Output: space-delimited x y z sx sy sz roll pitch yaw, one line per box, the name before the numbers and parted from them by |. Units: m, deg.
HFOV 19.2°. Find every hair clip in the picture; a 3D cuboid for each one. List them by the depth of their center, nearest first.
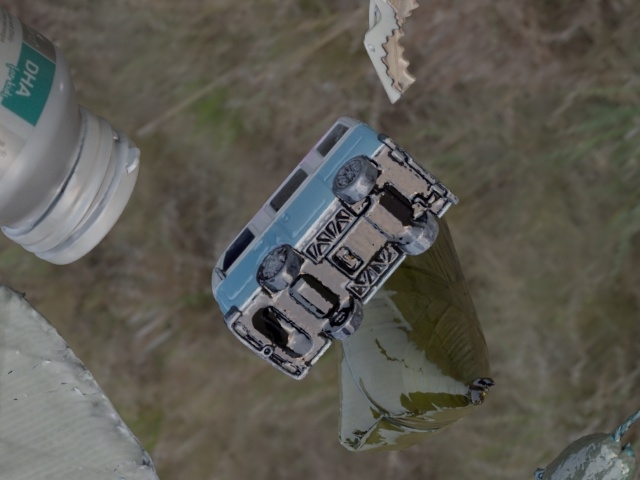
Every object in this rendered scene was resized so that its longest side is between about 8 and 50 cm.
hair clip | 0.054 -0.198 1.547 0.072 0.034 0.226 29 147 16

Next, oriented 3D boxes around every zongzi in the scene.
zongzi | 0.077 0.042 1.493 0.256 0.115 0.228 134 135 -72

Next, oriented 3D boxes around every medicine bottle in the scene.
medicine bottle | -0.216 -0.076 1.113 0.215 0.135 0.135 34 158 -30

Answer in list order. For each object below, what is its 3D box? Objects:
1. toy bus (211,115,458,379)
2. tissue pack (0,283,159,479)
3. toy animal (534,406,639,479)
toy bus | 0.000 0.000 0.947 0.060 0.123 0.075 39 -177 -31
tissue pack | -0.263 0.260 1.203 0.253 0.264 0.416 51 149 26
toy animal | 0.257 0.175 1.625 0.070 0.079 0.253 28 123 -11
